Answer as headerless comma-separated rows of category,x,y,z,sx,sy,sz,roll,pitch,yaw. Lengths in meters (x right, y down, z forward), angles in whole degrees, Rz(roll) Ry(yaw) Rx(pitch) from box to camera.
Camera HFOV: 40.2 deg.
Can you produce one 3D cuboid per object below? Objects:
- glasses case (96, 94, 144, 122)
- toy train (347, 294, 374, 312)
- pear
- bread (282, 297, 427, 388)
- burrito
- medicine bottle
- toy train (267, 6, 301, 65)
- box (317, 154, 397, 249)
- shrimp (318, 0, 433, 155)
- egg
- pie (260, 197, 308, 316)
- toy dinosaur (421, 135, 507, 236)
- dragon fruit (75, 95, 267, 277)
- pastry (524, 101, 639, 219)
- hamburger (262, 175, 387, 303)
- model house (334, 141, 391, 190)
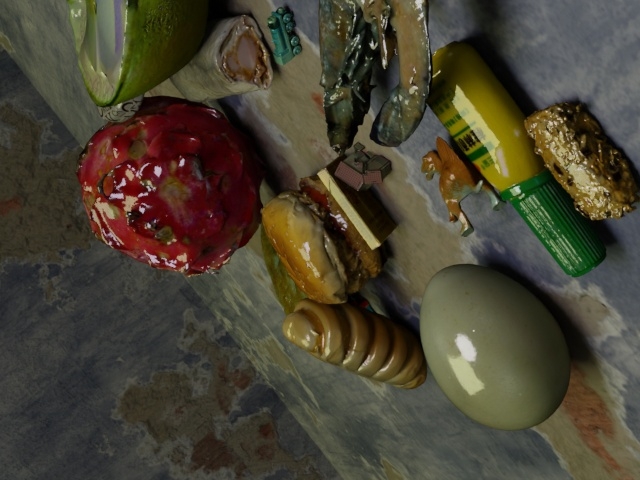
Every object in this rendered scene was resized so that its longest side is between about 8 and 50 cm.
glasses case,-0.388,-0.398,1.650,0.137,0.085,0.355,-24,70,51
toy train,0.055,0.183,1.922,0.131,0.083,0.204,52,163,-7
pear,-0.290,-0.405,1.417,0.399,0.165,0.399,20,113,60
bread,0.072,0.191,1.683,0.311,0.121,0.173,25,-178,-38
burrito,-0.188,-0.314,1.544,0.143,0.105,0.299,55,160,-22
medicine bottle,0.224,-0.092,1.011,0.309,0.076,0.111,52,171,-3
toy train,-0.058,-0.311,1.325,0.029,0.045,0.092,36,159,34
box,0.062,-0.066,1.445,0.022,0.089,0.156,-34,97,31
shrimp,0.064,-0.215,1.041,0.445,0.085,0.272,103,150,-62
egg,0.241,0.148,1.237,0.254,0.188,0.188,55,163,11
pie,-0.051,0.055,1.831,0.323,0.070,0.323,164,90,-73
toy dinosaur,0.182,-0.089,1.135,0.212,0.057,0.142,95,152,-67
dragon fruit,-0.270,-0.097,1.721,0.249,0.371,0.386,22,133,64
pastry,0.278,-0.085,0.931,0.140,0.056,0.080,59,154,-2
hamburger,0.000,0.000,1.580,0.244,0.163,0.244,45,164,17
model house,0.067,-0.109,1.380,0.083,0.058,0.057,39,158,35
